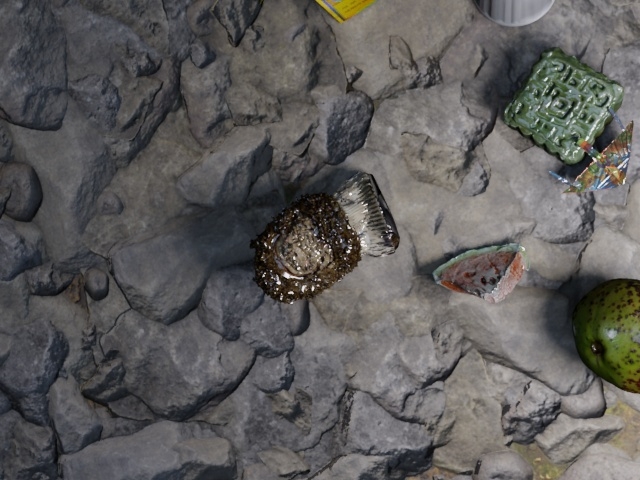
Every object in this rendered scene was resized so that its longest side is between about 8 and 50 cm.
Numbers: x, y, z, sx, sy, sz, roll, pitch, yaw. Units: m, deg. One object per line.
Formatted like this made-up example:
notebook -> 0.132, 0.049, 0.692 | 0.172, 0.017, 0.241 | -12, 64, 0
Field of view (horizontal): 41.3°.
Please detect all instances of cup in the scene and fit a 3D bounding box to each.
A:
cup -> 0.335, -0.511, 1.560 | 0.221, 0.202, 0.167 | 31, 97, 10

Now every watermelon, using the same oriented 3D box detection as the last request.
watermelon -> 0.314, 0.082, 1.636 | 0.187, 0.139, 0.071 | -17, 122, 13

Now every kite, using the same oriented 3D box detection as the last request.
kite -> 0.522, -0.145, 1.576 | 0.160, 0.010, 0.183 | 36, 103, -30

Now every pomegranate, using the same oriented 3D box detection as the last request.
pomegranate -> 0.589, 0.164, 1.543 | 0.247, 0.214, 0.214 | -14, 89, -20

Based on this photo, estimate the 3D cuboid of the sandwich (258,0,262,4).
sandwich -> -0.159, -0.661, 1.725 | 0.212, 0.109, 0.292 | 26, 99, 11

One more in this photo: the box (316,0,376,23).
box -> 0.069, -0.511, 1.574 | 0.192, 0.301, 0.084 | -31, 87, 13

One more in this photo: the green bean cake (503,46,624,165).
green bean cake -> 0.455, -0.252, 1.596 | 0.181, 0.094, 0.173 | 36, 101, 11

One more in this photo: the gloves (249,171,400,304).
gloves -> 0.003, 0.005, 1.695 | 0.312, 0.135, 0.210 | -22, 108, -7
